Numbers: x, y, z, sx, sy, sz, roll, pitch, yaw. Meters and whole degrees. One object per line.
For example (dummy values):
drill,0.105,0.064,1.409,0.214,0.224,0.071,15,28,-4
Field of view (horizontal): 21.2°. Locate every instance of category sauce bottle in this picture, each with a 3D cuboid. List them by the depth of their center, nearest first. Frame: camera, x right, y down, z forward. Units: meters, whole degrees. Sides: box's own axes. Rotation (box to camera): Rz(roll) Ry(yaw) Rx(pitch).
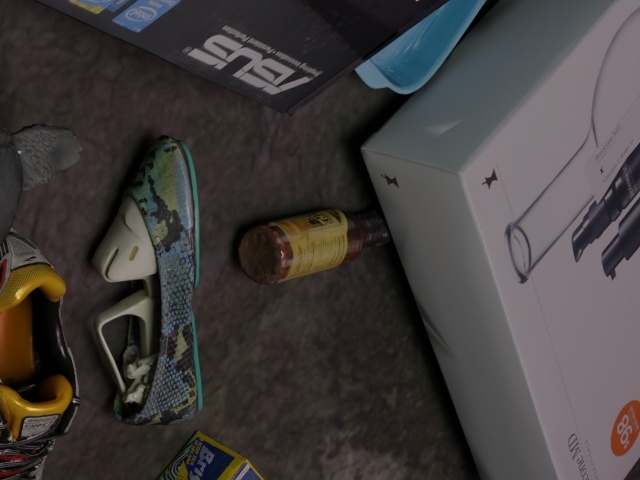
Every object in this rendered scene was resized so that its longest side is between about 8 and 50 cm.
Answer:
sauce bottle,0.000,0.000,1.135,0.128,0.042,0.042,-14,117,-52

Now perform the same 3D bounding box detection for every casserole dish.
casserole dish,0.067,-0.185,1.125,0.188,0.037,0.114,-56,137,-13

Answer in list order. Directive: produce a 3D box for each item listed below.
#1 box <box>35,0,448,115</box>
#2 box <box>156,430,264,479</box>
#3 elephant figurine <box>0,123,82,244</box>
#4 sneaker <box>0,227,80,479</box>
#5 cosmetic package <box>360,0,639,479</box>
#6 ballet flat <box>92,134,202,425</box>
box,-0.014,-0.227,0.821,0.318,0.097,0.395,-33,154,20
box,-0.047,0.203,1.166,0.059,0.054,0.169,-51,135,-17
elephant figurine,-0.256,0.036,0.834,0.169,0.186,0.239,-75,-172,-74
sneaker,-0.185,0.101,0.952,0.088,0.092,0.225,-16,118,-41
cosmetic package,0.194,-0.006,1.272,0.284,0.097,0.377,-46,134,-27
ballet flat,-0.105,0.031,1.029,0.070,0.070,0.188,-20,117,-39
